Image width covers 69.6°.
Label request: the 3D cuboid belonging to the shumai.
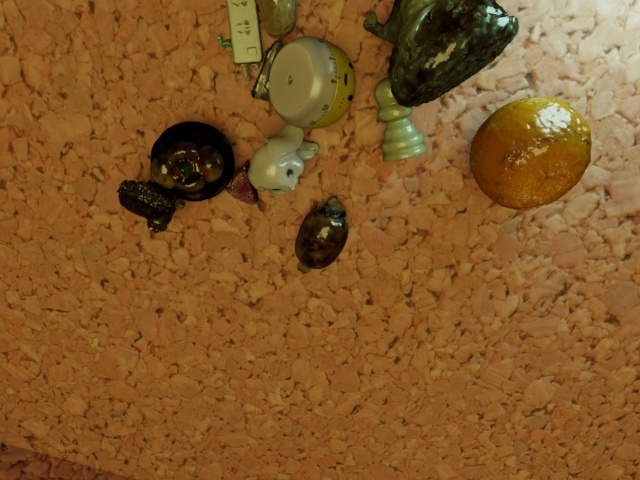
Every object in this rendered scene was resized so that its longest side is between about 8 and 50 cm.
[{"bbox_3d":[0.317,-0.599,1.275,0.395,0.395,0.348,-28,87,14],"label":"shumai"}]

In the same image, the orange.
[{"bbox_3d":[0.619,-0.267,1.389,0.341,0.293,0.340,-7,136,-7],"label":"orange"}]

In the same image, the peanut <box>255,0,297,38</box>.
[{"bbox_3d":[-0.114,-0.760,1.330,0.153,0.140,0.325,-17,127,-35],"label":"peanut"}]

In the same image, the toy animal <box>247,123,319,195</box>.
[{"bbox_3d":[-0.126,-0.261,1.479,0.174,0.289,0.249,35,90,-8],"label":"toy animal"}]

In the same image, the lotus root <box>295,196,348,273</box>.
[{"bbox_3d":[0.000,0.000,1.631,0.169,0.141,0.314,25,113,-2],"label":"lotus root"}]

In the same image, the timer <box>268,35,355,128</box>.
[{"bbox_3d":[0.008,-0.470,1.408,0.285,0.285,0.285,1,113,3],"label":"timer"}]

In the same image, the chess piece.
[{"bbox_3d":[0.239,-0.390,1.464,0.145,0.144,0.251,-14,106,10],"label":"chess piece"}]

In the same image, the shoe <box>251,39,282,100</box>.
[{"bbox_3d":[-0.153,-0.533,1.465,0.077,0.074,0.194,21,115,-17],"label":"shoe"}]

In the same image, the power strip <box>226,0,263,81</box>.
[{"bbox_3d":[-0.232,-0.643,1.421,0.093,0.053,0.288,-5,108,0],"label":"power strip"}]

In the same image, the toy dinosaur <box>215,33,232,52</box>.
[{"bbox_3d":[-0.289,-0.630,1.457,0.083,0.021,0.062,-32,113,0],"label":"toy dinosaur"}]

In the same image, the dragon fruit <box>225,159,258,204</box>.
[{"bbox_3d":[-0.278,-0.196,1.598,0.096,0.102,0.147,-7,117,9],"label":"dragon fruit"}]

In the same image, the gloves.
[{"bbox_3d":[-0.569,-0.127,1.542,0.210,0.312,0.135,33,92,1],"label":"gloves"}]

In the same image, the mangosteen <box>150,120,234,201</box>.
[{"bbox_3d":[-0.419,-0.244,1.485,0.288,0.287,0.233,19,134,-4],"label":"mangosteen"}]
